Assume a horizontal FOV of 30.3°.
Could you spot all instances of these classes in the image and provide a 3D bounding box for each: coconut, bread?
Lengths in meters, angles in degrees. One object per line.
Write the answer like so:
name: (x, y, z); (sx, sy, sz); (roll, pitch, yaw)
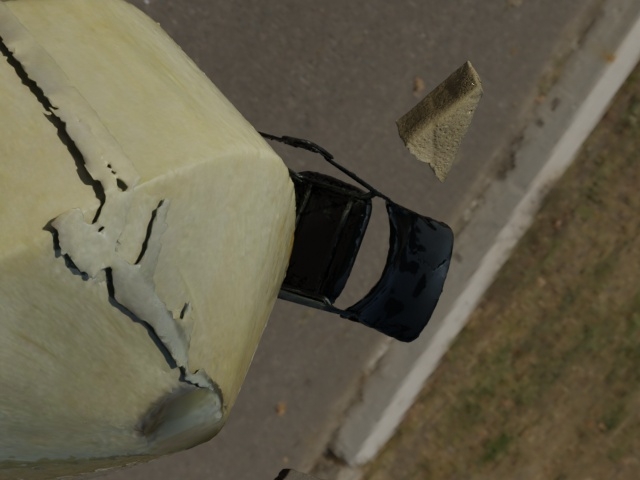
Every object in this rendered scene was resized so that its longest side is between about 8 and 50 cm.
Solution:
coconut: (-0.168, 0.013, 0.729); (0.323, 0.323, 0.323); (-33, 148, -24)
bread: (0.196, -0.173, 1.730); (0.152, 0.077, 0.105); (-38, 129, 22)

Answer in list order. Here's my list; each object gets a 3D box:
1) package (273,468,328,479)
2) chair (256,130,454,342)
package: (-0.005, 0.286, 0.897); (0.251, 0.204, 0.062); (-56, 145, -37)
chair: (0.000, 0.000, 1.103); (0.221, 0.145, 0.140); (23, 86, -41)
